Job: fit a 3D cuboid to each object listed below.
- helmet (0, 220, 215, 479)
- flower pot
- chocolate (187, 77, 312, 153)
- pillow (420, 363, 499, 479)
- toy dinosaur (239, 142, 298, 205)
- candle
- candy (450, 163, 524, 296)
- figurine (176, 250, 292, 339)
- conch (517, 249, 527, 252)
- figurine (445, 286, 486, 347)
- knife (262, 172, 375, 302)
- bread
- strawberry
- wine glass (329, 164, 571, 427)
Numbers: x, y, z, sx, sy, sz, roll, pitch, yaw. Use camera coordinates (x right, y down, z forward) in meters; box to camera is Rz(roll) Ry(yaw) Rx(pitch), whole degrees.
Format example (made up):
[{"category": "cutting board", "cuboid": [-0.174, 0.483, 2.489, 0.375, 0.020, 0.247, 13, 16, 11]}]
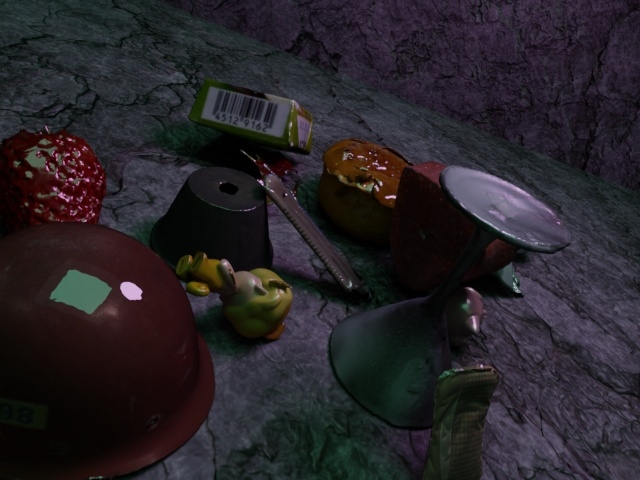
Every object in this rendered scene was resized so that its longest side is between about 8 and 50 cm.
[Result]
[{"category": "helmet", "cuboid": [-0.314, 0.105, 0.577, 0.384, 0.230, 0.338, 23, 33, 3]}, {"category": "flower pot", "cuboid": [-0.207, -0.047, 0.909, 0.268, 0.166, 0.269, 17, 33, -12]}, {"category": "chocolate", "cuboid": [-0.181, -0.353, 1.263, 0.300, 0.137, 0.289, 18, 10, 7]}, {"category": "pillow", "cuboid": [0.213, 0.291, 0.663, 0.135, 0.211, 0.034, 4, 7, -26]}, {"category": "toy dinosaur", "cuboid": [-0.156, -0.176, 1.198, 0.206, 0.112, 0.328, 31, 35, -38]}, {"category": "candle", "cuboid": [0.252, -0.036, 0.934, 0.131, 0.317, 0.288, -12, 83, -24]}, {"category": "candy", "cuboid": [0.437, -0.006, 1.159, 0.398, 0.171, 0.263, 39, 34, -50]}, {"category": "figurine", "cuboid": [-0.136, 0.093, 0.750, 0.246, 0.156, 0.131, 35, 52, -43]}, {"category": "conch", "cuboid": [0.628, -0.034, 1.423, 0.184, 0.121, 0.221, 16, 27, -3]}, {"category": "figurine", "cuboid": [0.300, 0.165, 0.958, 0.125, 0.125, 0.138, 26, 44, 5]}, {"category": "knife", "cuboid": [-0.005, 0.003, 0.933, 0.365, 0.043, 0.089, 49, 25, -17]}, {"category": "bread", "cuboid": [0.155, -0.138, 1.219, 0.336, 0.204, 0.358, 28, 30, 11]}, {"category": "strawberry", "cuboid": [-0.489, -0.067, 0.785, 0.205, 0.205, 0.245, -10, 68, -40]}, {"category": "wine glass", "cuboid": [0.201, 0.099, 0.732, 0.266, 0.406, 0.267, 14, 37, -11]}]
